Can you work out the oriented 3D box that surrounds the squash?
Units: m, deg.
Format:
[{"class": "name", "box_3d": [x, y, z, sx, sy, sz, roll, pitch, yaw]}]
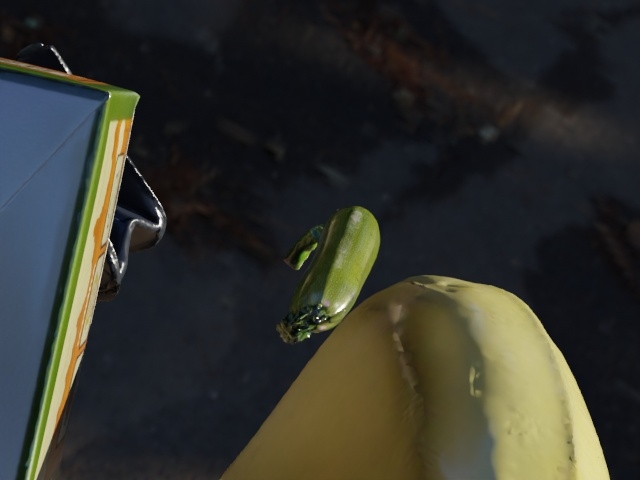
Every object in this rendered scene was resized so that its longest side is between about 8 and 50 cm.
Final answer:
[{"class": "squash", "box_3d": [0.011, 0.027, 1.502, 0.052, 0.052, 0.183, 29, 32, -1]}]

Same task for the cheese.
[{"class": "cheese", "box_3d": [0.024, 0.170, 0.795, 0.128, 0.259, 0.316, 25, 24, -23]}]

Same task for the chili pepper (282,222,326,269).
[{"class": "chili pepper", "box_3d": [0.000, 0.000, 1.681, 0.022, 0.083, 0.027, -21, 84, -60]}]

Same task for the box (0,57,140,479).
[{"class": "box", "box_3d": [-0.188, 0.004, 0.768, 0.194, 0.178, 0.148, 12, 5, -2]}]

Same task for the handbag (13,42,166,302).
[{"class": "handbag", "box_3d": [-0.322, -0.070, 1.776, 0.118, 0.325, 0.269, -52, 124, -42]}]
